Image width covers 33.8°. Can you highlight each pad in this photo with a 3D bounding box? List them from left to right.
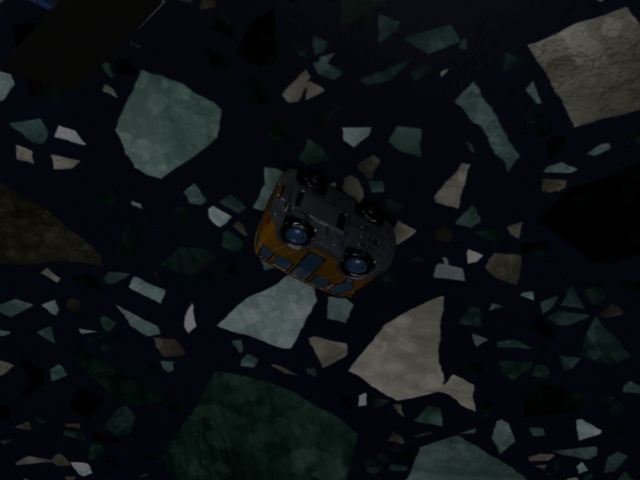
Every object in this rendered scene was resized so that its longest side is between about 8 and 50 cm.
[{"bbox_3d":[-0.334,-0.285,1.462,0.211,0.003,0.143,-37,153,28],"label":"pad"}]

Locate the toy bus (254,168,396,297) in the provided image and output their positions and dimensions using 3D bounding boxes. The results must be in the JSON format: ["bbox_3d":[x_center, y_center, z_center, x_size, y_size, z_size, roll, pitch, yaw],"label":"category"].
[{"bbox_3d":[0.000,0.000,1.617,0.209,0.126,0.136,27,134,-13],"label":"toy bus"}]

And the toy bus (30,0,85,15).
[{"bbox_3d":[-0.308,-0.401,1.377,0.094,0.079,0.236,29,126,-17],"label":"toy bus"}]
